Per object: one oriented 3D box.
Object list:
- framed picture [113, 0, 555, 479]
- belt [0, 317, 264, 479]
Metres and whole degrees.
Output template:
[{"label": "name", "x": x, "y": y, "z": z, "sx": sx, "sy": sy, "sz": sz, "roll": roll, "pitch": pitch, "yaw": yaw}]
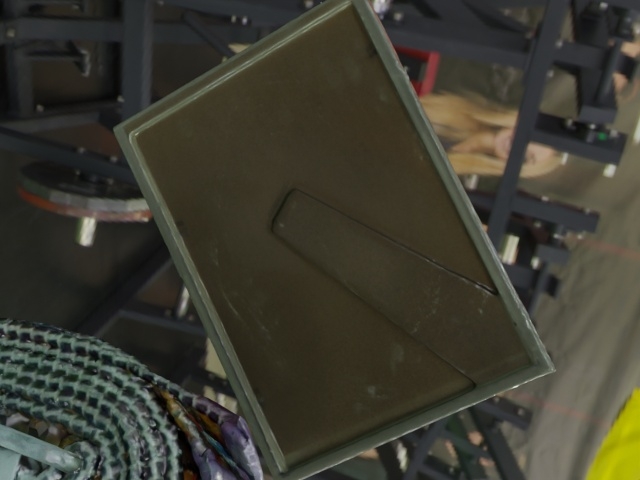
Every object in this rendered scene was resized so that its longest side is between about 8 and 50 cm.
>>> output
[{"label": "framed picture", "x": 0.000, "y": 0.000, "z": 0.920, "sx": 0.446, "sy": 0.326, "sz": 0.028, "roll": 65, "pitch": 17, "yaw": 6}, {"label": "belt", "x": -0.205, "y": 0.179, "z": 0.667, "sx": 0.206, "sy": 0.295, "sz": 0.160, "roll": -64, "pitch": 160, "yaw": -19}]
